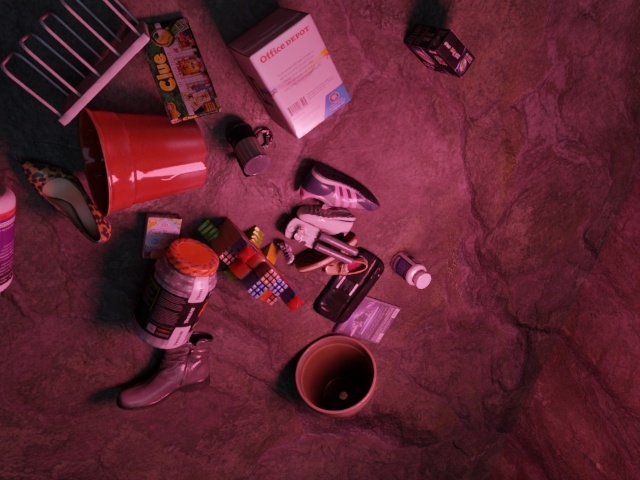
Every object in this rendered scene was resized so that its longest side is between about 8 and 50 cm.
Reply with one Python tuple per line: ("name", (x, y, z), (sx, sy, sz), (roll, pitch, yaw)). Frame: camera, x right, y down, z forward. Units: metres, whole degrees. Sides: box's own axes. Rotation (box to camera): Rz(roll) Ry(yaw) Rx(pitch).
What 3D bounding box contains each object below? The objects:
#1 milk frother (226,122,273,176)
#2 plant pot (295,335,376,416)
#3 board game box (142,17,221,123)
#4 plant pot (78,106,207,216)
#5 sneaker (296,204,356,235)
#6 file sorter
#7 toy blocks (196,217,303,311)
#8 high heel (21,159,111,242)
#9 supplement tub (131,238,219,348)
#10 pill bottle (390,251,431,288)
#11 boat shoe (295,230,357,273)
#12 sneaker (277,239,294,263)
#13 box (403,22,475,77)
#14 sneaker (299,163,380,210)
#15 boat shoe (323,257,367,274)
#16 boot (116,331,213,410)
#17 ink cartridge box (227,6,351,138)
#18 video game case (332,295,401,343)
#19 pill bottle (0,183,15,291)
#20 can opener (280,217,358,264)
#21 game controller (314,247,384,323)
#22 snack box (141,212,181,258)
("milk frother", (-0.187, -0.272, 1.510), (0.143, 0.134, 0.129), (-25, 157, -12))
("plant pot", (0.078, 0.600, 2.085), (0.323, 0.323, 0.280), (-29, 144, -12))
("board game box", (-0.362, -0.435, 1.287), (0.136, 0.030, 0.259), (-21, 87, -17))
("plant pot", (-0.458, -0.218, 1.323), (0.265, 0.272, 0.272), (-14, 123, -33))
("sneaker", (0.016, -0.064, 1.785), (0.235, 0.090, 0.095), (7, 123, -31))
("file sorter", (-0.554, -0.442, 1.148), (0.278, 0.193, 0.173), (-42, 125, 8))
("toy blocks", (-0.208, 0.098, 1.631), (0.191, 0.261, 0.381), (-42, 129, -3))
("high heel", (-0.654, -0.099, 1.306), (0.093, 0.186, 0.261), (-44, 129, 0))
("supplement tub", (-0.440, 0.161, 1.547), (0.194, 0.193, 0.316), (12, 121, -34))
("pill bottle", (0.367, 0.122, 2.034), (0.094, 0.169, 0.094), (-14, 123, -23))
("boat shoe", (0.030, 0.066, 1.860), (0.257, 0.095, 0.095), (-26, 133, -15))
("sneaker", (-0.127, 0.034, 1.750), (0.038, 0.098, 0.069), (-34, 125, 10))
("box", (0.379, -0.608, 1.614), (0.147, 0.180, 0.077), (29, 100, -38))
("sneaker", (0.065, -0.157, 1.759), (0.319, 0.112, 0.131), (22, 121, -34))
("boat shoe", (0.097, 0.099, 1.907), (0.170, 0.059, 0.063), (-10, 100, -1))
("boot", (-0.539, 0.435, 1.744), (0.338, 0.118, 0.222), (-13, 120, -36))
("ink cartridge box", (-0.087, -0.471, 1.413), (0.198, 0.197, 0.270), (-38, 129, -5))
("video game case", (0.202, 0.337, 2.157), (0.274, 0.026, 0.196), (22, 104, -36))
("pill bottle", (-0.868, 0.018, 1.254), (0.181, 0.181, 0.323), (2, 115, -31))
("can opener", (0.000, 0.000, 1.761), (0.280, 0.093, 0.074), (25, 94, -16))
("game controller", (0.115, 0.183, 1.999), (0.166, 0.067, 0.319), (34, 97, -19))
("snack box", (-0.489, -0.012, 1.548), (0.100, 0.037, 0.141), (2, 117, -32))
